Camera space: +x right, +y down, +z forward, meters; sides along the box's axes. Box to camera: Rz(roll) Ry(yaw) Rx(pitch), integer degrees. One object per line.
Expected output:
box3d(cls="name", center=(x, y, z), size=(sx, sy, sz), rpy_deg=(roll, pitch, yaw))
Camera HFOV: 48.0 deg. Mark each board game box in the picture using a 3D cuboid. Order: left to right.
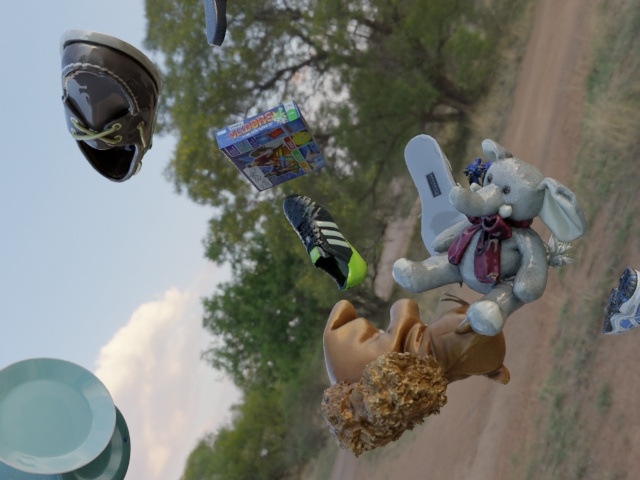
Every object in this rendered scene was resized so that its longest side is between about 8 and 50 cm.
box3d(cls="board game box", center=(-0.076, -0.150, 1.192), size=(0.201, 0.136, 0.035), rpy_deg=(53, -163, -70))

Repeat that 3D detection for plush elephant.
box3d(cls="plush elephant", center=(0.317, -0.029, 1.276), size=(0.272, 0.330, 0.255), rpy_deg=(39, 144, 56))

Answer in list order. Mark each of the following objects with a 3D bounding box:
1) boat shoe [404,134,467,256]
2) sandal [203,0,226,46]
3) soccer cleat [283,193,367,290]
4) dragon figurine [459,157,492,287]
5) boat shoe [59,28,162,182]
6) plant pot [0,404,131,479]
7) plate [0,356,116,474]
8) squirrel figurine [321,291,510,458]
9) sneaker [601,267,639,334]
box3d(cls="boat shoe", center=(0.266, -0.080, 1.574), size=(0.105, 0.113, 0.306), rpy_deg=(16, -129, -61))
box3d(cls="sandal", center=(-0.225, -0.548, 1.601), size=(0.097, 0.055, 0.254), rpy_deg=(152, 117, -63))
box3d(cls="soccer cleat", center=(0.000, 0.000, 1.100), size=(0.060, 0.179, 0.072), rpy_deg=(-48, -12, 35))
box3d(cls="dragon figurine", center=(0.335, -0.048, 1.610), size=(0.289, 0.144, 0.085), rpy_deg=(-57, 25, -4))
box3d(cls="boat shoe", center=(-0.267, -0.158, 0.907), size=(0.324, 0.117, 0.096), rpy_deg=(135, 147, -75))
box3d(cls="plant pot", center=(-0.491, 0.380, 1.278), size=(0.272, 0.255, 0.271), rpy_deg=(43, -141, -51))
box3d(cls="plate", center=(-0.382, 0.245, 1.002), size=(0.024, 0.188, 0.188), rpy_deg=(-58, 4, 35))
box3d(cls="squirrel figurine", center=(0.201, 0.281, 1.512), size=(0.281, 0.371, 0.397), rpy_deg=(65, -151, -17))
box3d(cls="sneaker", center=(0.497, 0.109, 1.127), size=(0.211, 0.081, 0.080), rpy_deg=(63, -138, -70))
